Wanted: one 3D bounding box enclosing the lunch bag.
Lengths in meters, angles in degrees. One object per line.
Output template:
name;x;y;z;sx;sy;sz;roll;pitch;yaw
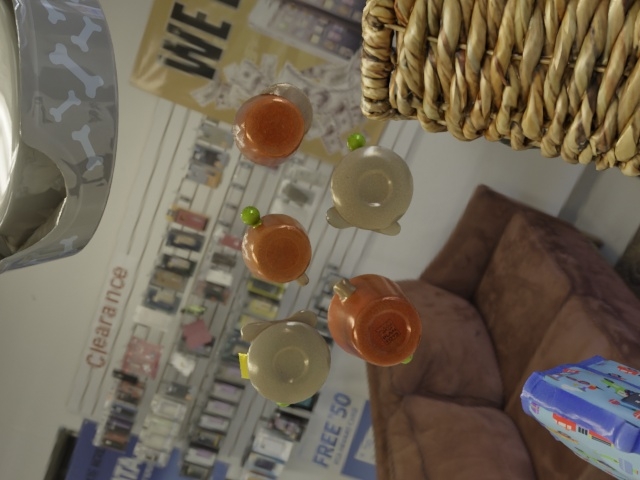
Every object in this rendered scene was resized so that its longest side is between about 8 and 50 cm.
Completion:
lunch bag;0.362;0.224;0.821;0.293;0.220;0.138;22;-88;-56

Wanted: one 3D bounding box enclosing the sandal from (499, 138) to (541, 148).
sandal;0.282;-0.209;0.773;0.303;0.120;0.086;-45;14;-9

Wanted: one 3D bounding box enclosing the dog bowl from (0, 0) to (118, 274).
dog bowl;-0.322;-0.132;0.781;0.348;0.102;0.349;3;93;52

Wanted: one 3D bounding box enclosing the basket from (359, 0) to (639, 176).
basket;0.167;-0.210;0.404;0.213;0.222;0.299;-53;-27;-51

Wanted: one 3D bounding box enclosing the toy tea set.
toy tea set;0.000;0.000;0.781;0.124;0.199;0.336;-152;57;-78
